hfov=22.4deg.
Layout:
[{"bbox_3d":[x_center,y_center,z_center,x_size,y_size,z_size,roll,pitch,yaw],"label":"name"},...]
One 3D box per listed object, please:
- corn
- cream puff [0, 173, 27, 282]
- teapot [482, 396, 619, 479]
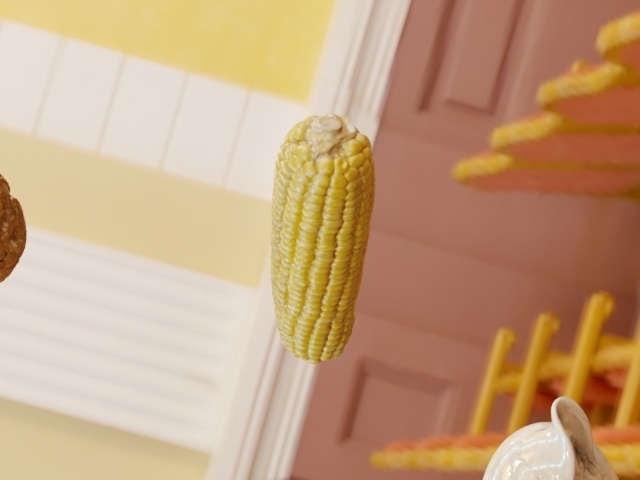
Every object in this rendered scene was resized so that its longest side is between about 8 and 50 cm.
[{"bbox_3d":[0.000,0.000,1.058,0.206,0.067,0.067,93,-174,-45],"label":"corn"},{"bbox_3d":[-0.353,-0.020,1.555,0.144,0.126,0.103,54,166,24],"label":"cream puff"},{"bbox_3d":[0.248,0.289,1.589,0.139,0.298,0.204,-17,25,33],"label":"teapot"}]
